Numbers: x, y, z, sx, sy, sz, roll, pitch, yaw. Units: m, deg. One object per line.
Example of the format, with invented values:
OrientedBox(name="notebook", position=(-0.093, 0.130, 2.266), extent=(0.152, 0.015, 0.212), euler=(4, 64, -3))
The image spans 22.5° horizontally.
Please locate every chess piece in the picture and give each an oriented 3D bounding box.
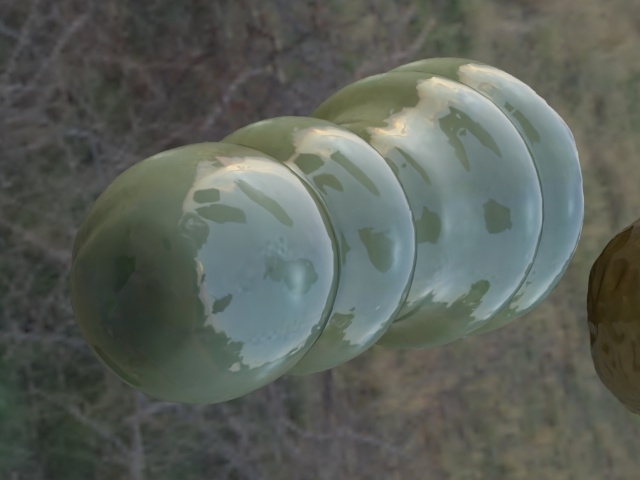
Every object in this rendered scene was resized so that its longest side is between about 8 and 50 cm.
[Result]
OrientedBox(name="chess piece", position=(0.000, 0.000, 0.878), extent=(0.330, 0.182, 0.182), euler=(-18, 96, -57))

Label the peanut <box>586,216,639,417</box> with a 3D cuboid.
OrientedBox(name="peanut", position=(0.190, 0.026, 0.688), extent=(0.274, 0.125, 0.111), euler=(155, -72, -80))
